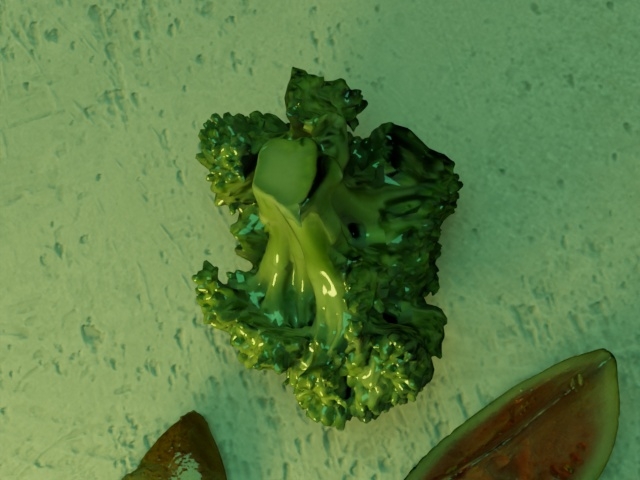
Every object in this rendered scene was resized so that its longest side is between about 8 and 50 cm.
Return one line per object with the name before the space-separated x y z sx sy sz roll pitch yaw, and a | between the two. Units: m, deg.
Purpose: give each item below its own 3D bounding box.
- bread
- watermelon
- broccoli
bread | -0.153 0.286 1.838 0.154 0.054 0.136 -45 75 -2
watermelon | 0.189 0.223 1.764 0.303 0.159 0.128 -36 42 0
broccoli | 0.002 -0.002 1.790 0.277 0.318 0.338 1 35 22
